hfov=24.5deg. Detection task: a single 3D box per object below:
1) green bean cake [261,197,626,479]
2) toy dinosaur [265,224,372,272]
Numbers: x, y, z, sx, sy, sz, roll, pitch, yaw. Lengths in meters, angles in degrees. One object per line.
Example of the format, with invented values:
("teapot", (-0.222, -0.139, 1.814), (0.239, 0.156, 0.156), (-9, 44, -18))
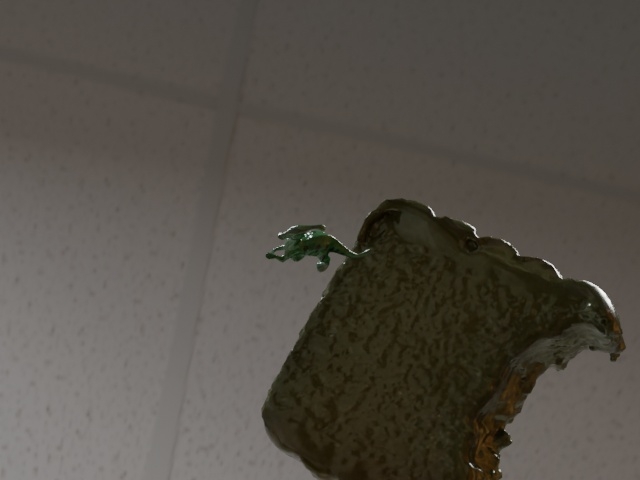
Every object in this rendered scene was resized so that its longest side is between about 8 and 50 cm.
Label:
("green bean cake", (0.102, 0.115, 1.168), (0.233, 0.124, 0.236), (28, -97, 26))
("toy dinosaur", (0.000, 0.000, 1.006), (0.083, 0.062, 0.021), (-15, -114, -17))
